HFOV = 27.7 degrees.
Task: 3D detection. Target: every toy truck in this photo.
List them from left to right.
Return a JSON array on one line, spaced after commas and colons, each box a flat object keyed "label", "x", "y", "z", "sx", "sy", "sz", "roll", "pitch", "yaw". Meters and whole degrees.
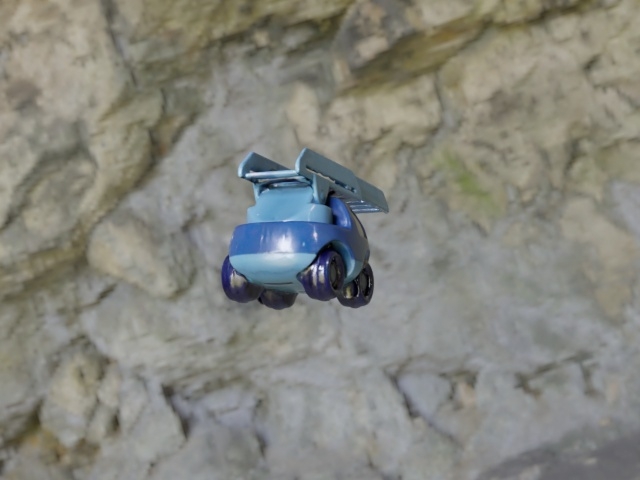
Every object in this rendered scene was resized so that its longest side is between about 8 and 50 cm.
[{"label": "toy truck", "x": 0.000, "y": 0.000, "z": 0.665, "sx": 0.063, "sy": 0.074, "sz": 0.136, "roll": -2, "pitch": -10, "yaw": 21}]
